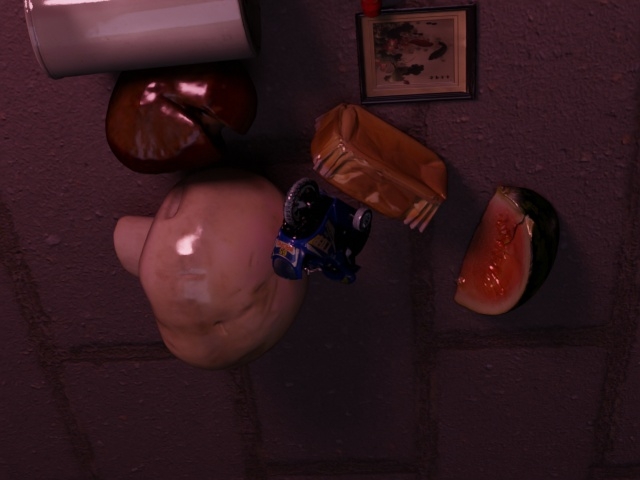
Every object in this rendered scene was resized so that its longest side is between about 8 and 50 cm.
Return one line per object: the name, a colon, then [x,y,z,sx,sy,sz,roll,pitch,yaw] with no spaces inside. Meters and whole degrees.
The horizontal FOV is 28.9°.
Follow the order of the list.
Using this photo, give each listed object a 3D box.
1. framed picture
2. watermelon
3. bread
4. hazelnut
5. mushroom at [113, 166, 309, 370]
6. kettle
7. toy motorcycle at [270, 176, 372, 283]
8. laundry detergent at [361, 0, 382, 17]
framed picture: [0.156,-0.299,2.020,0.195,0.010,0.199,-2,136,4]
watermelon: [0.359,0.051,2.295,0.159,0.128,0.303,9,135,-8]
bread: [0.098,-0.125,2.114,0.241,0.136,0.107,27,133,-24]
hazelnut: [-0.227,-0.210,1.993,0.251,0.217,0.217,-37,127,6]
mushroom: [-0.192,0.059,2.176,0.353,0.325,0.353,-8,159,-3]
kettle: [-0.261,-0.358,1.804,0.317,0.205,0.265,-5,174,7]
toy motorcycle: [0.000,0.000,2.104,0.113,0.169,0.315,23,178,29]
laundry detergent: [0.082,-0.410,1.883,0.097,0.049,0.165,-5,138,1]
